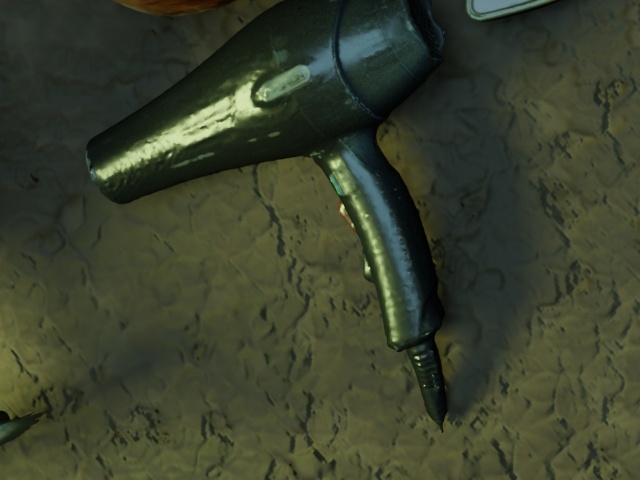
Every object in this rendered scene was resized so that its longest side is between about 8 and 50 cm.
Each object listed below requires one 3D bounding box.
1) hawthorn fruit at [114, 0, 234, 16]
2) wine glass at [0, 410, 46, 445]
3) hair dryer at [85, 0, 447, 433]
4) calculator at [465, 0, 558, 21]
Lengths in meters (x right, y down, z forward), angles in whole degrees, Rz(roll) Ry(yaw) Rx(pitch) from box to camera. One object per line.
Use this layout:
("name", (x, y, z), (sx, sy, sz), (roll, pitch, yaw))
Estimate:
("hawthorn fruit", (-0.096, -0.266, 1.001), (0.242, 0.242, 0.271), (27, 95, 11))
("wine glass", (-0.330, 0.007, 1.066), (0.238, 0.238, 0.323), (-25, 85, 13))
("hair dryer", (0.000, 0.000, 1.063), (0.235, 0.091, 0.271), (-24, 91, 23))
("calculator", (0.161, -0.234, 1.034), (0.236, 0.033, 0.157), (-30, 85, 11))
